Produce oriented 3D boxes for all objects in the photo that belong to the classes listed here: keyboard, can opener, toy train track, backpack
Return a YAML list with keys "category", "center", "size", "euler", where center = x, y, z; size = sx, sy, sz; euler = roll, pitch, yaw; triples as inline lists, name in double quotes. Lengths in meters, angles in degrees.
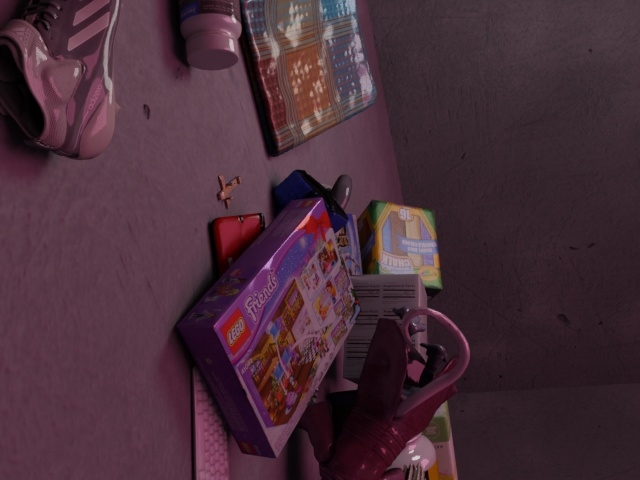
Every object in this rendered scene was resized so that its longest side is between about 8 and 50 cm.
- category: "keyboard"
  center: [-0.123, 0.272, 0.695]
  size: [0.072, 0.014, 0.256]
  euler: [37, 48, -71]
- category: "can opener"
  center: [0.000, 0.000, 1.131]
  size: [0.093, 0.074, 0.280]
  euler: [123, -20, -59]
- category: "toy train track"
  center: [-0.124, -0.074, 0.861]
  size: [0.083, 0.014, 0.048]
  euler: [-65, 145, -66]
- category: "backpack"
  center: [-0.028, -0.058, 1.065]
  size: [0.120, 0.101, 0.098]
  euler: [52, 4, 17]

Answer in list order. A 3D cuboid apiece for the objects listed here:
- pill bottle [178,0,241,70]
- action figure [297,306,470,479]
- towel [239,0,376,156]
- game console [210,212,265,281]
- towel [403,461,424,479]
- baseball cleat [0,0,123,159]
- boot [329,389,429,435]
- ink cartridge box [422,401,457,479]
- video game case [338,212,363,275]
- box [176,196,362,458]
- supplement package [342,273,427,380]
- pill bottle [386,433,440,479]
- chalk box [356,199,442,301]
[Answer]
- category: "pill bottle"
  center: [-0.140, -0.292, 0.774]
  size: [0.078, 0.078, 0.137]
  euler: [24, 60, -74]
- category: "action figure"
  center: [0.101, 0.312, 0.982]
  size: [0.370, 0.248, 0.276]
  euler: [-54, -174, -19]
- category: "towel"
  center: [-0.010, -0.338, 1.143]
  size: [0.370, 0.040, 0.271]
  euler: [-40, 123, -49]
- category: "game console"
  center: [-0.112, 0.038, 0.852]
  size: [0.124, 0.085, 0.144]
  euler: [-10, 92, -45]
- category: "towel"
  center: [0.136, 0.561, 1.141]
  size: [0.187, 0.049, 0.282]
  euler: [-65, 167, -57]
- category: "baseball cleat"
  center: [-0.205, -0.169, 0.477]
  size: [0.109, 0.072, 0.206]
  euler: [10, 69, -68]
- category: "boot"
  center: [0.101, 0.334, 1.185]
  size: [0.082, 0.219, 0.106]
  euler: [-1, 73, -53]
- category: "ink cartridge box"
  center: [0.248, 0.600, 1.593]
  size: [0.119, 0.207, 0.353]
  euler: [-42, 123, -74]
- category: "video game case"
  center: [0.040, 0.062, 1.346]
  size: [0.269, 0.061, 0.244]
  euler: [-4, 86, -76]
- category: "box"
  center: [-0.047, 0.099, 0.803]
  size: [0.293, 0.057, 0.201]
  euler: [-52, 130, -49]
- category: "supplement package"
  center: [0.137, 0.189, 1.249]
  size: [0.194, 0.149, 0.203]
  euler: [54, 37, -67]
- category: "pill bottle"
  center: [0.174, 0.548, 1.370]
  size: [0.188, 0.188, 0.334]
  euler: [-34, 115, -74]
- category: "chalk box"
  center: [0.182, 0.074, 1.542]
  size: [0.180, 0.179, 0.289]
  euler: [125, -29, -56]
